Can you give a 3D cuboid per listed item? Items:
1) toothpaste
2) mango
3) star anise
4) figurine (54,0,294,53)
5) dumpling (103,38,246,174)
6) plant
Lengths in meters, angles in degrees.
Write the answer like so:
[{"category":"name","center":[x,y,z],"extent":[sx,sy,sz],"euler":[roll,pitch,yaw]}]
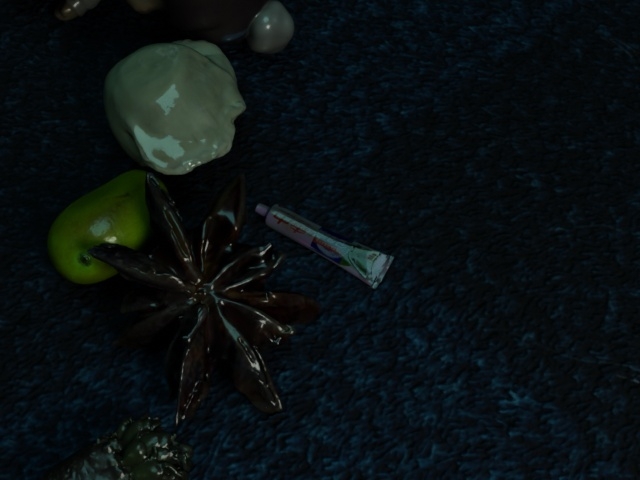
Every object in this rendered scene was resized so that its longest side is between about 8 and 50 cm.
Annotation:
[{"category":"toothpaste","center":[0.000,0.000,1.377],"extent":[0.170,0.028,0.045],"euler":[27,70,14]},{"category":"mango","center":[-0.232,-0.020,1.338],"extent":[0.089,0.117,0.163],"euler":[52,60,-19]},{"category":"star anise","center":[-0.122,0.058,1.264],"extent":[0.212,0.129,0.282],"euler":[-32,90,-10]},{"category":"figurine","center":[-0.229,-0.333,1.505],"extent":[0.365,0.218,0.206],"euler":[-10,57,1]},{"category":"dumpling","center":[-0.172,-0.161,1.430],"extent":[0.162,0.132,0.250],"euler":[-21,42,-4]},{"category":"plant","center":[-0.194,0.228,1.183],"extent":[0.143,0.094,0.092],"euler":[-26,71,-4]}]
